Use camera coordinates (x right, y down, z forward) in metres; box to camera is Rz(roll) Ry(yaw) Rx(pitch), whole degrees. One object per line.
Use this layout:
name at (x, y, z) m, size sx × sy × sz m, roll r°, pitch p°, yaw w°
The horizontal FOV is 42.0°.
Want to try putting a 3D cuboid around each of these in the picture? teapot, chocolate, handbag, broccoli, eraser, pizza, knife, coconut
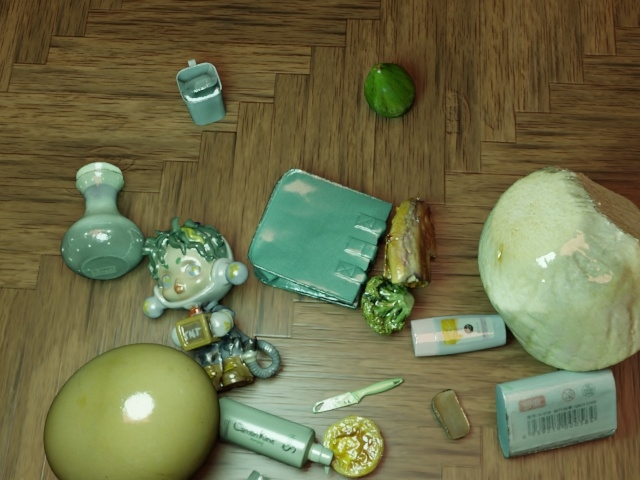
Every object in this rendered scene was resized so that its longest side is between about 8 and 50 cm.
teapot at (-0.486, -0.045, 1.860) m, size 0.183 × 0.183 × 0.251 m, roll -11°, pitch 58°, yaw -2°
chocolate at (0.271, 0.367, 1.748) m, size 0.064 × 0.031 × 0.101 m, roll -21°, pitch 74°, yaw -24°
handbag at (-0.002, 0.001, 1.860) m, size 0.274 × 0.100 × 0.269 m, roll 17°, pitch 68°, yaw 7°
broccoli at (0.146, 0.138, 1.788) m, size 0.131 × 0.120 × 0.130 m, roll 44°, pitch 53°, yaw -23°
eraser at (0.475, 0.346, 1.689) m, size 0.227 × 0.174 × 0.081 m, roll -12°, pitch 28°, yaw -3°
pizza at (0.190, 0.008, 1.801) m, size 0.085 × 0.161 × 0.305 m, roll -11°, pitch 28°, yaw 21°
knife at (0.080, 0.331, 1.777) m, size 0.207 × 0.014 × 0.030 m, roll -17°, pitch 70°, yaw -3°
coconut at (0.515, 0.059, 1.684) m, size 0.344 × 0.415 × 0.415 m, roll -26°, pitch 68°, yaw 25°

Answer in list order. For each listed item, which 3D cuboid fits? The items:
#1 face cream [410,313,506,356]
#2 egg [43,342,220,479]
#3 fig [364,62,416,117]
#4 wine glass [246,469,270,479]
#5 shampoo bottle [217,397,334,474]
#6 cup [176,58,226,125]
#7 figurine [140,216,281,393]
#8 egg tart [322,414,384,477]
face cream at (0.295, 0.200, 1.794) m, size 0.198 × 0.057 × 0.084 m, roll -6°, pitch 69°, yaw -1°
egg at (-0.367, 0.359, 1.621) m, size 0.374 × 0.301 × 0.301 m, roll -32°, pitch 66°, yaw 33°
fig at (0.161, -0.365, 1.954) m, size 0.123 × 0.156 × 0.123 m, roll -3°, pitch 68°, yaw 7°
wine glass at (-0.164, 0.562, 1.677) m, size 0.066 × 0.066 × 0.198 m, roll 27°, pitch 71°, yaw 11°
shampoo bottle at (-0.097, 0.401, 1.704) m, size 0.262 × 0.085 × 0.085 m, roll 17°, pitch 71°, yaw 14°
cup at (-0.285, -0.358, 1.979) m, size 0.095 × 0.129 × 0.128 m, roll -19°, pitch 70°, yaw -6°
figurine at (-0.258, 0.133, 1.775) m, size 0.261 × 0.186 × 0.382 m, roll -18°, pitch 76°, yaw 7°
egg tart at (0.068, 0.423, 1.722) m, size 0.130 × 0.052 × 0.130 m, roll -1°, pitch 71°, yaw 3°
